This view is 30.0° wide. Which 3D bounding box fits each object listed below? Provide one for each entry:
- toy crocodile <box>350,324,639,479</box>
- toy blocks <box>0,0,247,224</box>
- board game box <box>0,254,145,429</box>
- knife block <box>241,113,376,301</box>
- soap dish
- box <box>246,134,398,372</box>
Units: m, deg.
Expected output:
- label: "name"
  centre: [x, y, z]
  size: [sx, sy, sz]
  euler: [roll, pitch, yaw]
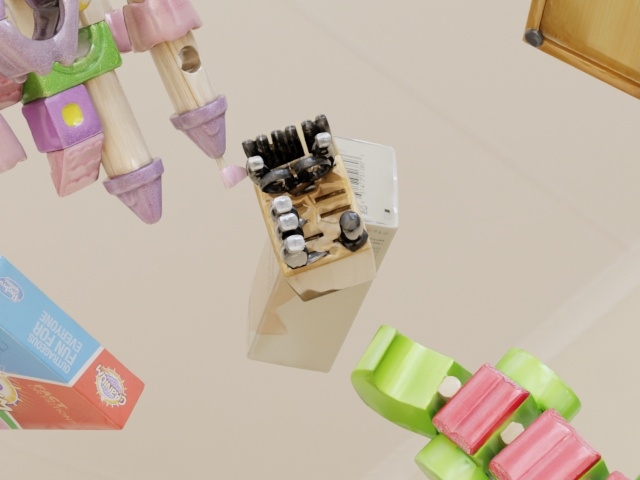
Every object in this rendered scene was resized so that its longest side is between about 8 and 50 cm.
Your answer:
- label: "toy crocodile"
  centre: [0.160, 0.163, 0.786]
  size: [0.115, 0.340, 0.105]
  euler: [-46, -36, -8]
- label: "toy blocks"
  centre: [-0.187, -0.121, 0.960]
  size: [0.288, 0.309, 0.260]
  euler: [-32, -73, -39]
- label: "board game box"
  centre: [-0.391, 0.126, 1.356]
  size: [0.316, 0.064, 0.242]
  euler: [-7, -44, 39]
- label: "knife block"
  centre: [0.000, 0.000, 1.125]
  size: [0.088, 0.242, 0.276]
  euler: [-18, -55, 1]
- label: "soap dish"
  centre: [0.347, -0.297, 1.307]
  size: [0.118, 0.229, 0.291]
  euler: [-43, -25, -33]
- label: "box"
  centre: [-0.003, 0.023, 1.548]
  size: [0.121, 0.148, 0.311]
  euler: [11, -44, -11]
